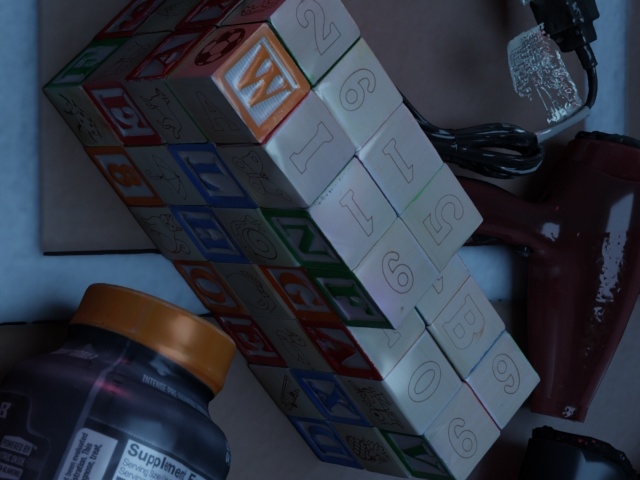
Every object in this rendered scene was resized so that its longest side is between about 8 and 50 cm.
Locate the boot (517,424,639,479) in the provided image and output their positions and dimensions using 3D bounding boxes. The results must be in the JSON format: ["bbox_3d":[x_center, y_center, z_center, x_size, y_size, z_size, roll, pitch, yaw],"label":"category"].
[{"bbox_3d":[0.111,0.213,1.178,0.246,0.094,0.207,24,80,-42],"label":"boot"}]

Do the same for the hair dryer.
[{"bbox_3d":[0.118,-0.016,1.213,0.223,0.080,0.294,-29,103,-17],"label":"hair dryer"}]

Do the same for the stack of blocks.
[{"bbox_3d":[0.000,0.000,1.043,0.087,0.171,0.297,-48,118,-26],"label":"stack of blocks"}]

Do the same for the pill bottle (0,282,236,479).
[{"bbox_3d":[-0.127,0.148,0.974,0.130,0.130,0.246,33,71,-33],"label":"pill bottle"}]
